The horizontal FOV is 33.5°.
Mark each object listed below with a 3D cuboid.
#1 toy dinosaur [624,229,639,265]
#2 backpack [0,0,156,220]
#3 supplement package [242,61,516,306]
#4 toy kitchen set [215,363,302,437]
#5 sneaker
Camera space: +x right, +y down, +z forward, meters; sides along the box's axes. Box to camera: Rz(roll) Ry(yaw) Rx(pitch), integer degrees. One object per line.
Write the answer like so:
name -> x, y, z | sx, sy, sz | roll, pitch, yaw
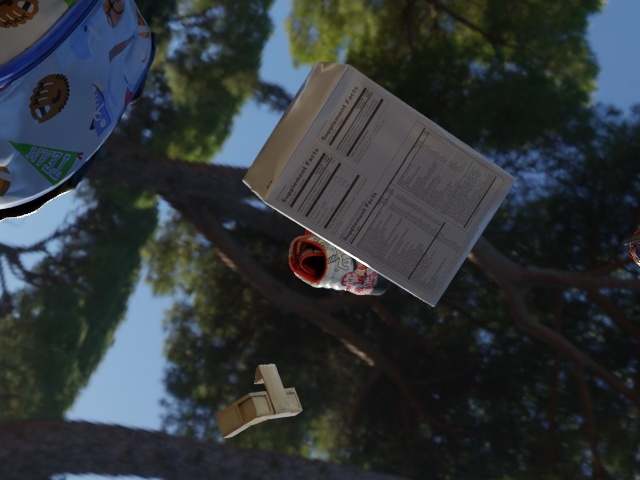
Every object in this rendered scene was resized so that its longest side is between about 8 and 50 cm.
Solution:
toy dinosaur -> 0.273, 0.009, 0.800 | 0.090, 0.047, 0.082 | -19, -151, -12
backpack -> -0.248, -0.140, 0.669 | 0.213, 0.263, 0.276 | 88, 14, -56
supplement package -> 0.070, -0.080, 1.389 | 0.198, 0.263, 0.199 | -58, -164, 3
toy kitchen set -> -0.085, 0.208, 1.386 | 0.075, 0.083, 0.068 | -36, -115, 36
sneaker -> 0.001, -0.001, 1.822 | 0.270, 0.145, 0.090 | 50, -56, 49
